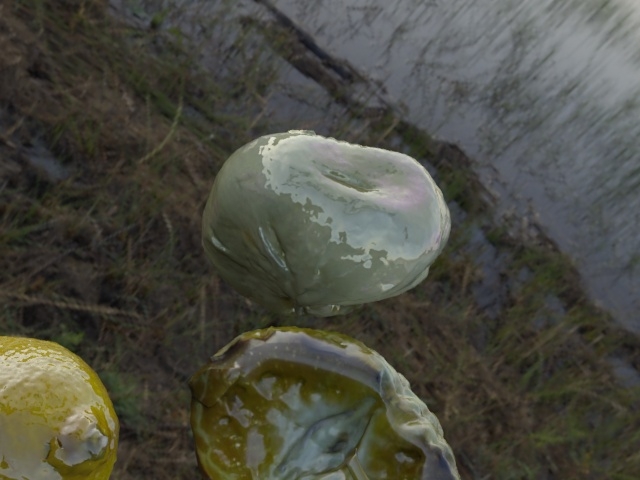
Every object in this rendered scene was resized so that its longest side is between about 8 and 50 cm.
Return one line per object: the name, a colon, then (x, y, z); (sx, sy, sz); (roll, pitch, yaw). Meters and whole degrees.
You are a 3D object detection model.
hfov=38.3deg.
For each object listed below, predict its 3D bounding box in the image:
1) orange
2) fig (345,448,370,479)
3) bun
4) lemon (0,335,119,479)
orange: (0.023, 0.265, 1.112); (0.368, 0.271, 0.210); (53, 18, 17)
fig: (0.114, 0.310, 0.913); (0.257, 0.159, 0.159); (47, 32, 19)
bun: (0.000, 0.000, 1.269); (0.361, 0.361, 0.213); (21, 64, -31)
lemon: (-0.289, 0.181, 0.839); (0.188, 0.257, 0.188); (16, 71, -60)
